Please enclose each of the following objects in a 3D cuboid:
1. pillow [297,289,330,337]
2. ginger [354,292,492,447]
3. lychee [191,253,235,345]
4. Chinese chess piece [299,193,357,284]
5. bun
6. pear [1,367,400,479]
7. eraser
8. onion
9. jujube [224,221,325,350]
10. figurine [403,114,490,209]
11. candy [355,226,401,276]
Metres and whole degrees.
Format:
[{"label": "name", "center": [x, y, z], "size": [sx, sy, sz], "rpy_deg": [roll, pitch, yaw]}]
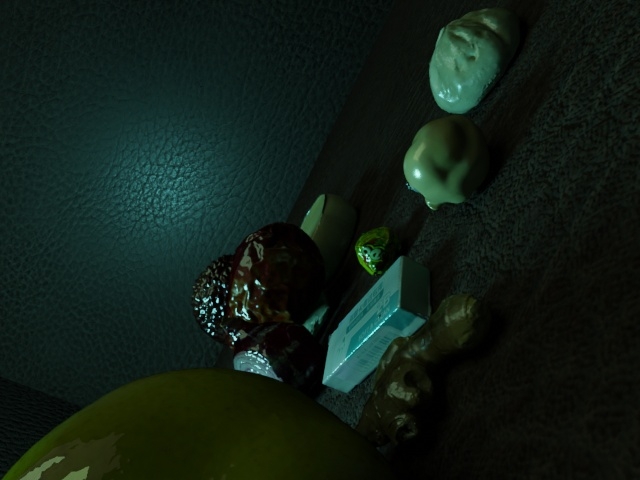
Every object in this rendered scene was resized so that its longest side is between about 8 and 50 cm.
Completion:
[{"label": "pillow", "center": [-0.041, 0.217, 1.121], "size": [0.229, 0.050, 0.148], "rpy_deg": [-60, 16, 7]}, {"label": "ginger", "center": [0.105, 0.140, 0.522], "size": [0.214, 0.059, 0.133], "rpy_deg": [-53, 7, 44]}, {"label": "lychee", "center": [-0.235, 0.179, 1.518], "size": [0.306, 0.306, 0.330], "rpy_deg": [-64, 7, 5]}, {"label": "Chinese chess piece", "center": [0.000, 0.000, 1.288], "size": [0.249, 0.103, 0.249], "rpy_deg": [-61, 11, 21]}, {"label": "bun", "center": [0.233, -0.300, 0.802], "size": [0.183, 0.102, 0.183], "rpy_deg": [-59, 14, 23]}, {"label": "pear", "center": [-0.114, 0.295, 0.440], "size": [0.418, 0.362, 0.362], "rpy_deg": [-19, 40, 38]}, {"label": "eraser", "center": [0.076, 0.126, 0.714], "size": [0.225, 0.052, 0.095], "rpy_deg": [-56, 15, 42]}, {"label": "onion", "center": [-0.097, 0.212, 0.955], "size": [0.140, 0.218, 0.195], "rpy_deg": [-39, -11, -30]}, {"label": "jujube", "center": [-0.117, 0.125, 1.111], "size": [0.216, 0.216, 0.342], "rpy_deg": [-77, 13, -51]}, {"label": "figurine", "center": [0.164, -0.108, 0.703], "size": [0.114, 0.108, 0.196], "rpy_deg": [-42, 4, 2]}, {"label": "candy", "center": [0.097, 0.006, 0.917], "size": [0.077, 0.073, 0.262], "rpy_deg": [-45, 4, 5]}]
